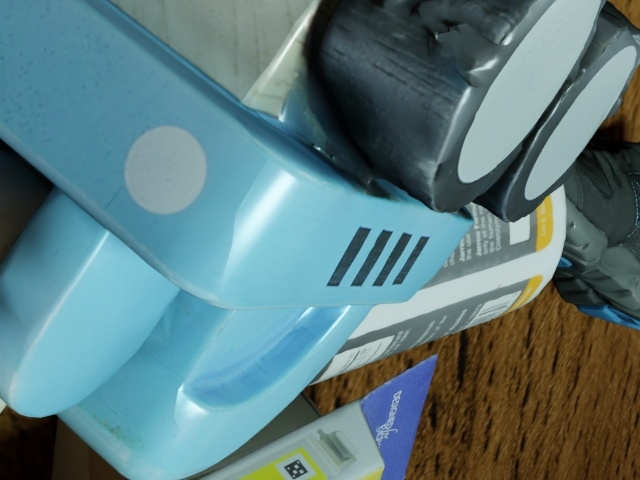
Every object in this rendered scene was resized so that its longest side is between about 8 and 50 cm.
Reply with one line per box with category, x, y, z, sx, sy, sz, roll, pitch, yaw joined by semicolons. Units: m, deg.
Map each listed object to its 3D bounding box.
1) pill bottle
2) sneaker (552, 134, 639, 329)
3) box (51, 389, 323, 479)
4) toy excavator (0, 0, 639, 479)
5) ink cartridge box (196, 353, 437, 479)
pill bottle;0.000;0.000;0.732;0.278;0.162;0.162;-15;139;-33
sneaker;0.206;-0.035;0.976;0.341;0.125;0.140;30;78;-53
box;-0.114;0.213;0.900;0.148;0.121;0.311;-18;141;-32
toy excavator;-0.108;0.024;0.454;0.445;0.222;0.433;-56;163;10
ink cartridge box;-0.046;0.249;0.839;0.307;0.072;0.304;-21;142;-26
